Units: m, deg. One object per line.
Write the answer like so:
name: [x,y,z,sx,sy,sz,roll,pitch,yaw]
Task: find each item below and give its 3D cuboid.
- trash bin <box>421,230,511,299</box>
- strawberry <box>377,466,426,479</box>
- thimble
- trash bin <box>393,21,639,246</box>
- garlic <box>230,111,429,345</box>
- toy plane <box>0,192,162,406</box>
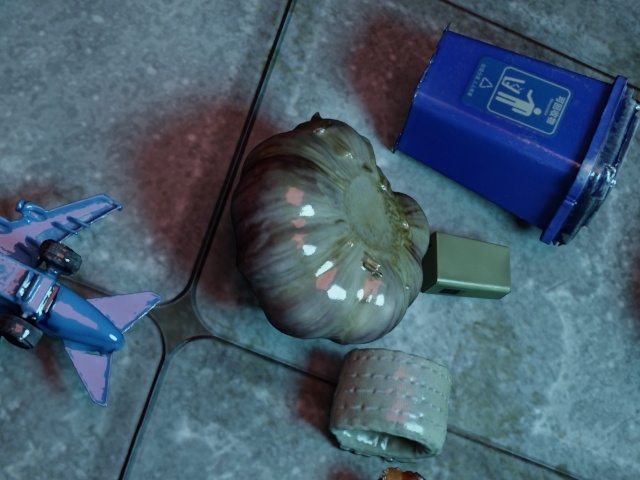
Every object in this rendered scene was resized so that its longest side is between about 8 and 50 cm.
trash bin: [0.158,0.029,1.489,0.092,0.043,0.061,7,68,-18]
strawberry: [0.095,0.327,1.329,0.192,0.085,0.140,42,64,0]
thimble: [0.071,0.166,1.375,0.115,0.102,0.090,4,66,13]
trash bin: [0.211,-0.115,1.505,0.234,0.184,0.163,24,60,4]
garlic: [0.000,0.000,1.386,0.245,0.160,0.245,25,52,-36]
toy plane: [-0.296,0.042,1.293,0.271,0.105,0.254,30,70,-11]
